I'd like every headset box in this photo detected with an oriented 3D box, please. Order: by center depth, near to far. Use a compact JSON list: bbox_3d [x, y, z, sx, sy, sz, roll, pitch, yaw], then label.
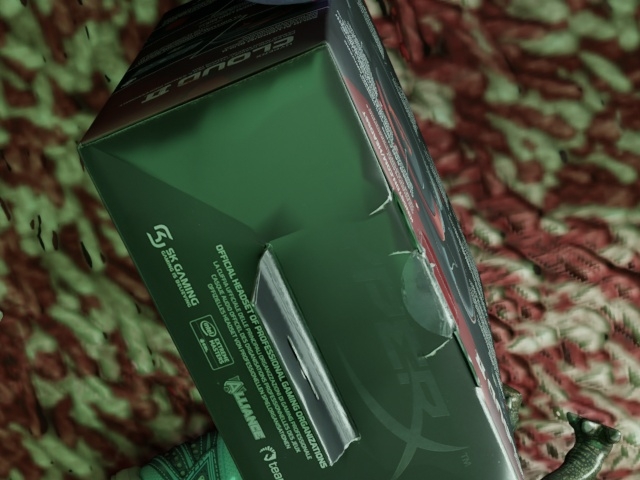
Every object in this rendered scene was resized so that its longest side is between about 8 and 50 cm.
[{"bbox_3d":[0.000,0.000,0.663,0.110,0.293,0.218,-22,109,9],"label":"headset box"}]

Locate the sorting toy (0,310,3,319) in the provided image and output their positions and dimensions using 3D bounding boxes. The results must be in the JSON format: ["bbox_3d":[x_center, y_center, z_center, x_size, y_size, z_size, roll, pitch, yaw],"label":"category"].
[{"bbox_3d":[-0.230,0.061,0.839,0.062,0.012,0.083,28,105,-13],"label":"sorting toy"}]

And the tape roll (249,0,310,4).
[{"bbox_3d":[-0.029,-0.238,0.573,0.090,0.274,0.275,-33,111,-29],"label":"tape roll"}]

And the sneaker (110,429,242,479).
[{"bbox_3d":[-0.016,0.232,0.848,0.122,0.110,0.283,-34,109,2],"label":"sneaker"}]

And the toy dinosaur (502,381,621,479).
[{"bbox_3d":[0.078,0.161,0.812,0.313,0.121,0.160,14,100,-40],"label":"toy dinosaur"}]
